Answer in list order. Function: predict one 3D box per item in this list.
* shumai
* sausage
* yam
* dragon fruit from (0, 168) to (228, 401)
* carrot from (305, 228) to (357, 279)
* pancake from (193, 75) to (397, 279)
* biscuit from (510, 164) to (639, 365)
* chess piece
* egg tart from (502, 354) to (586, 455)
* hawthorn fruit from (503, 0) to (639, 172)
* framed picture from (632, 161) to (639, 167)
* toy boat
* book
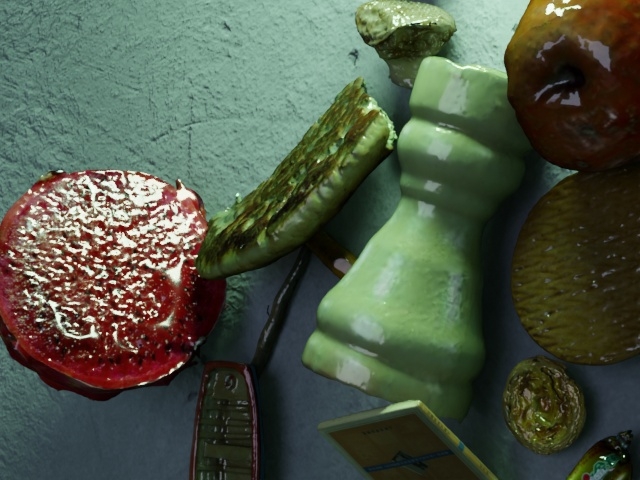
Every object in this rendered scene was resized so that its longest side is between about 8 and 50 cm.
[{"bbox_3d":[0.120,-0.274,1.940,0.145,0.145,0.116,27,120,40],"label":"shumai"},{"bbox_3d":[0.290,0.387,1.721,0.082,0.082,0.372,43,111,36],"label":"sausage"},{"bbox_3d":[-0.065,0.110,2.099,0.234,0.027,0.029,-67,24,10],"label":"yam"},{"bbox_3d":[-0.340,0.080,2.159,0.371,0.386,0.249,44,151,1],"label":"dragon fruit"},{"bbox_3d":[0.000,0.000,2.051,0.171,0.042,0.042,46,113,38],"label":"carrot"},{"bbox_3d":[-0.040,-0.069,1.988,0.427,0.067,0.305,-43,18,25],"label":"pancake"},{"bbox_3d":[0.348,0.030,1.695,0.262,0.037,0.262,-17,64,39],"label":"biscuit"},{"bbox_3d":[0.153,-0.008,1.808,0.234,0.234,0.442,20,92,41],"label":"chess piece"},{"bbox_3d":[0.289,0.210,1.763,0.128,0.049,0.129,-1,89,43],"label":"egg tart"},{"bbox_3d":[0.352,-0.207,1.647,0.261,0.258,0.258,-7,77,10],"label":"hawthorn fruit"},{"bbox_3d":[0.454,-0.011,1.650,0.315,0.024,0.232,-22,61,36],"label":"framed picture"},{"bbox_3d":[-0.135,0.377,2.073,0.136,0.079,0.392,0,87,37],"label":"toy boat"},{"bbox_3d":[0.129,0.295,1.783,0.170,0.242,0.018,-19,37,38],"label":"book"}]
